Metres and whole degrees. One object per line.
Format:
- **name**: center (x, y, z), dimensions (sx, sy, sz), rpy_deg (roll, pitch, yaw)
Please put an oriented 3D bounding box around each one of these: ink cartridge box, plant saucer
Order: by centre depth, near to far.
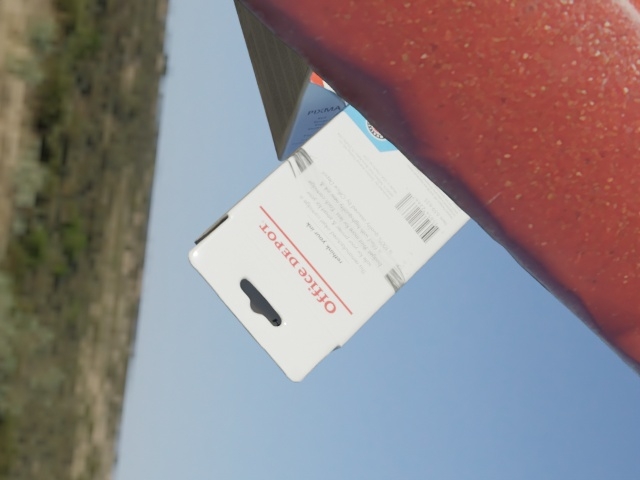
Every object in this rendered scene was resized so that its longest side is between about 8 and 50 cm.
- **plant saucer**: center (0.056, -0.128, 0.391), dimensions (0.048, 0.259, 0.258), rpy_deg (-13, -129, 37)
- **ink cartridge box**: center (0.000, 0.000, 1.092), dimensions (0.180, 0.104, 0.060), rpy_deg (-42, -175, -29)
- **ink cartridge box**: center (-0.012, -0.155, 1.180), dimensions (0.179, 0.045, 0.145), rpy_deg (120, -42, -62)
